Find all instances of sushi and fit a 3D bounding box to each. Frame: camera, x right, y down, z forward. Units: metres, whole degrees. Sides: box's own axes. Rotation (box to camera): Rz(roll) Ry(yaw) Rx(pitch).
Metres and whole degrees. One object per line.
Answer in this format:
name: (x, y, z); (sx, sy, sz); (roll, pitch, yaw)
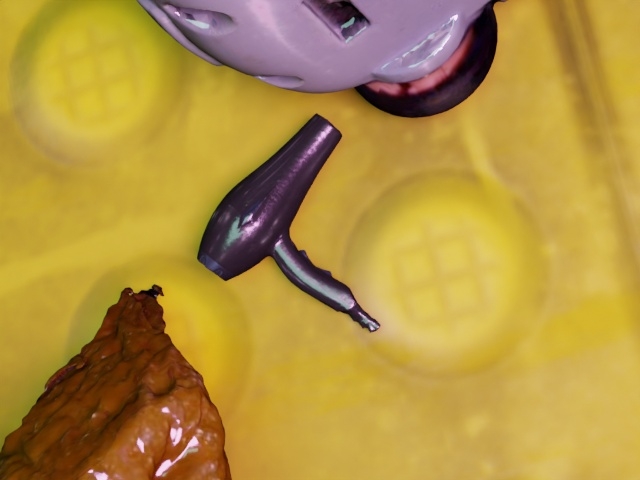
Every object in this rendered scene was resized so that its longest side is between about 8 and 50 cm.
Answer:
sushi: (-0.106, 0.158, 0.553); (0.149, 0.140, 0.287); (-2, 81, -22)

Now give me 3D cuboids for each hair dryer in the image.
hair dryer: (0.000, 0.000, 0.597); (0.083, 0.031, 0.079); (41, 87, 3)

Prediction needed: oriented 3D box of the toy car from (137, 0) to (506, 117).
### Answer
toy car: (0.027, -0.194, 0.537); (0.270, 0.180, 0.212); (-36, 65, 10)
